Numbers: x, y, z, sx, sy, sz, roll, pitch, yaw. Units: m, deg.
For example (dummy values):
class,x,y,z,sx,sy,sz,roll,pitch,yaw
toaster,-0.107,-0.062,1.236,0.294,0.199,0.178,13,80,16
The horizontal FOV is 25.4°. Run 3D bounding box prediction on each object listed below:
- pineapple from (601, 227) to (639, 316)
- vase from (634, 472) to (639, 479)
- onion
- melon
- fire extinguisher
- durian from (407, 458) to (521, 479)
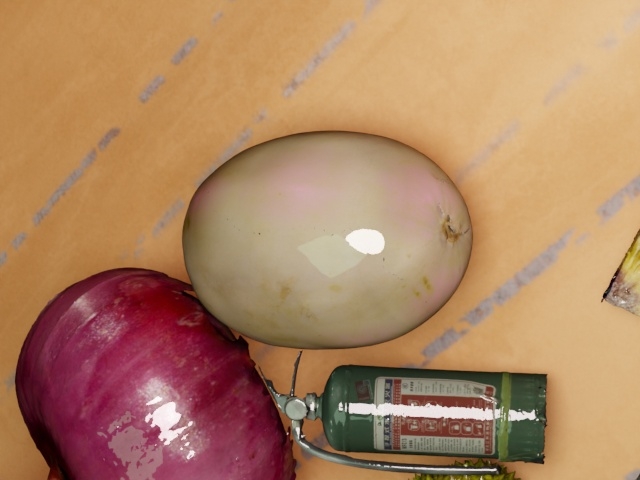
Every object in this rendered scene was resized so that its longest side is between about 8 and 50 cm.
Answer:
class,x,y,z,sx,sy,sz,roll,pitch,yaw
pineapple,0.320,0.040,1.335,0.116,0.069,0.137,-20,94,34
vase,0.443,0.268,1.238,0.291,0.245,0.245,50,123,3
onion,-0.203,0.204,1.545,0.358,0.345,0.358,13,106,57
melon,0.000,0.000,1.431,0.317,0.223,0.223,-4,102,40
fire extinguisher,0.081,0.174,1.438,0.294,0.093,0.118,2,91,6
durian,0.138,0.297,1.446,0.159,0.198,0.146,16,107,33
